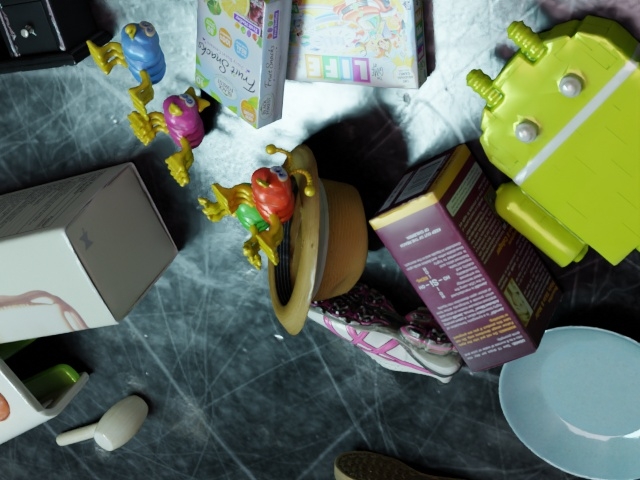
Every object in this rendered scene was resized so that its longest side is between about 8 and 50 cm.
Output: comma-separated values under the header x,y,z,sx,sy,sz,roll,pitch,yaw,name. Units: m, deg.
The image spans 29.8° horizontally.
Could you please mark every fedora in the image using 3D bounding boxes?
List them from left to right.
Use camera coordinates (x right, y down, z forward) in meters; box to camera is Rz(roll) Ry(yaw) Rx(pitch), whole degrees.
x,y,z,sx,sy,sz,roll,pitch,yaw,name
0.000,0.000,1.211,0.079,0.194,0.194,2,128,-15,fedora

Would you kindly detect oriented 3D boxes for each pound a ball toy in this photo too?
x,y,z,sx,sy,sz,roll,pitch,yaw,name
-0.405,0.229,1.552,0.319,0.136,0.208,-27,106,37,pound a ball toy

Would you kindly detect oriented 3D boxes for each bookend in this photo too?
x,y,z,sx,sy,sz,roll,pitch,yaw,name
-0.319,-0.256,1.234,0.157,0.072,0.156,-1,119,27,bookend

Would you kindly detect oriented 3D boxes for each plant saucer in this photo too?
x,y,z,sx,sy,sz,roll,pitch,yaw,name
0.280,0.159,1.223,0.194,0.037,0.195,12,125,19,plant saucer

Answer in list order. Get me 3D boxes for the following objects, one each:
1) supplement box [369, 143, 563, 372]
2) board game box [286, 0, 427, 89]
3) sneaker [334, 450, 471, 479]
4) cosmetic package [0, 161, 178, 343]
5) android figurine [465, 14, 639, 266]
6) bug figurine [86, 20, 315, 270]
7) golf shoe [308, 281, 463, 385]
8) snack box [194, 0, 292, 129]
x,y,z,sx,sy,sz,roll,pitch,yaw,name
0.143,0.018,1.157,0.080,0.104,0.188,-24,107,37,supplement box
0.021,-0.199,1.128,0.154,0.026,0.103,7,123,23,board game box
0.105,0.311,1.391,0.192,0.064,0.086,12,120,16,sneaker
-0.333,0.024,1.374,0.296,0.153,0.129,-11,117,33,cosmetic package
0.255,-0.086,1.068,0.273,0.056,0.248,40,130,-4,android figurine
-0.107,-0.091,1.167,0.279,0.072,0.216,48,168,12,bug figurine
0.062,0.102,1.277,0.186,0.067,0.086,20,129,14,golf shoe
-0.076,-0.191,1.147,0.100,0.037,0.141,40,140,32,snack box
